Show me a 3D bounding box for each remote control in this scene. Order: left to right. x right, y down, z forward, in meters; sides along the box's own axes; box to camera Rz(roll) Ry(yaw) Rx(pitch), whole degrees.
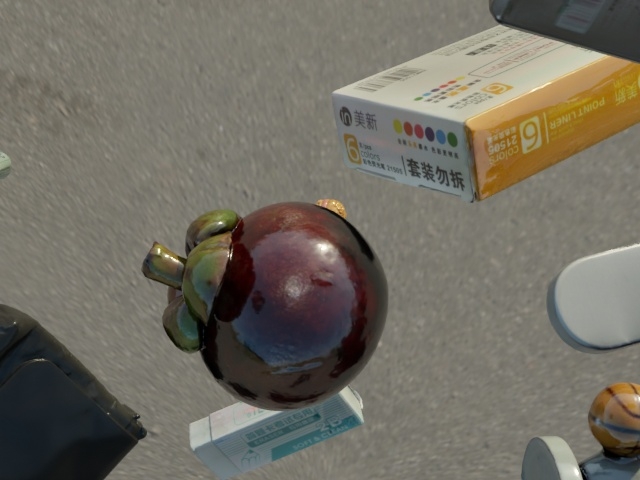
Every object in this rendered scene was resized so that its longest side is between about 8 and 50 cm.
[{"bbox_3d":[0.291,0.030,1.007,0.245,0.022,0.077,-14,80,-15],"label":"remote control"}]

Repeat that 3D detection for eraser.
[{"bbox_3d":[-0.060,0.252,1.773,0.225,0.095,0.052,-24,43,13],"label":"eraser"}]

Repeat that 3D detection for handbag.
[{"bbox_3d":[-0.328,0.207,1.296,0.247,0.080,0.223,-45,125,-9],"label":"handbag"}]

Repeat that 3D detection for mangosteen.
[{"bbox_3d":[-0.046,0.047,1.032,0.200,0.200,0.199,0,78,0],"label":"mangosteen"}]

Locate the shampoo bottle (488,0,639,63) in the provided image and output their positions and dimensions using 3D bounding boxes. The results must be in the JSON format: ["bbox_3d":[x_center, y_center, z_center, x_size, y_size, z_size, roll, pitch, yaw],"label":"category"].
[{"bbox_3d":[0.216,-0.136,0.696,0.246,0.080,0.079,14,46,-10],"label":"shampoo bottle"}]

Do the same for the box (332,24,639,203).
[{"bbox_3d":[0.182,-0.142,1.302,0.274,0.221,0.091,-25,116,-26],"label":"box"}]

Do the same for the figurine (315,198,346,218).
[{"bbox_3d":[0.000,0.000,1.582,0.047,0.064,0.109,17,66,14],"label":"figurine"}]

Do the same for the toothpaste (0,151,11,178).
[{"bbox_3d":[-0.474,-0.095,1.783,0.064,0.218,0.041,11,101,5],"label":"toothpaste"}]

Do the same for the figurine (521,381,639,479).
[{"bbox_3d":[0.283,0.186,0.985,0.236,0.133,0.176,-2,115,-9],"label":"figurine"}]
